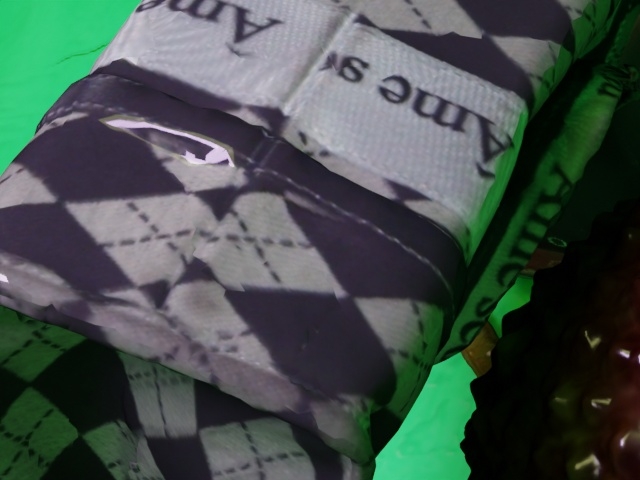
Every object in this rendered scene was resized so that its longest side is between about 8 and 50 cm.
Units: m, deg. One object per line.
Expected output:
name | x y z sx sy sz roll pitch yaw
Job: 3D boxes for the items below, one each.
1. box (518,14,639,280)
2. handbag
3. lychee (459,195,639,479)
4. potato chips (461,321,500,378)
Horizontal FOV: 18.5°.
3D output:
box | 0.168 -0.131 1.064 0.193 0.167 0.294 12 60 41
handbag | 0.000 0.000 0.762 0.180 0.317 0.416 24 46 8
lychee | 0.192 0.093 0.765 0.275 0.276 0.304 8 52 38
potato chips | 0.086 0.051 1.055 0.026 0.037 0.204 -28 37 -5
